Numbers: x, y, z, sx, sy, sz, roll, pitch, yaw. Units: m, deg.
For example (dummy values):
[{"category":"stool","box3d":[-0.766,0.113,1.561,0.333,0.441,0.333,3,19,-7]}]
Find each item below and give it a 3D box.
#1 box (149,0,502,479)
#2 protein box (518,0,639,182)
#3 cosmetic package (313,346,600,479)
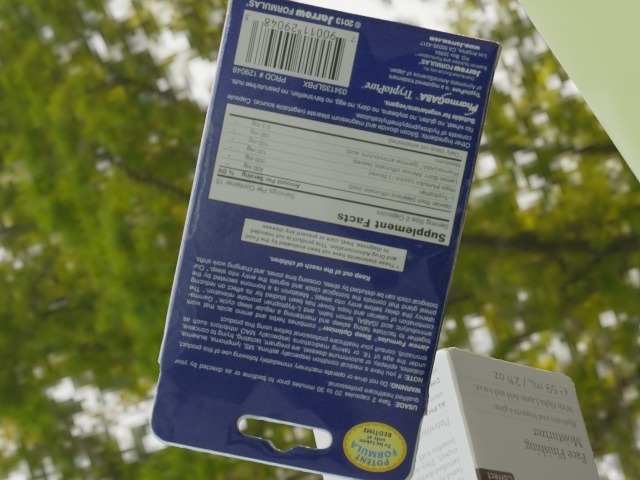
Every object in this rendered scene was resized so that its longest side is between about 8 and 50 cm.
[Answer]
[{"category":"box","box3d":[0.000,0.000,0.946,0.036,0.136,0.225,-171,93,-86]},{"category":"protein box","box3d":[0.178,-0.066,0.412,0.201,0.136,0.200,-24,-107,-28]},{"category":"cosmetic package","box3d":[0.111,0.201,1.434,0.151,0.151,0.184,14,-128,-42]}]
